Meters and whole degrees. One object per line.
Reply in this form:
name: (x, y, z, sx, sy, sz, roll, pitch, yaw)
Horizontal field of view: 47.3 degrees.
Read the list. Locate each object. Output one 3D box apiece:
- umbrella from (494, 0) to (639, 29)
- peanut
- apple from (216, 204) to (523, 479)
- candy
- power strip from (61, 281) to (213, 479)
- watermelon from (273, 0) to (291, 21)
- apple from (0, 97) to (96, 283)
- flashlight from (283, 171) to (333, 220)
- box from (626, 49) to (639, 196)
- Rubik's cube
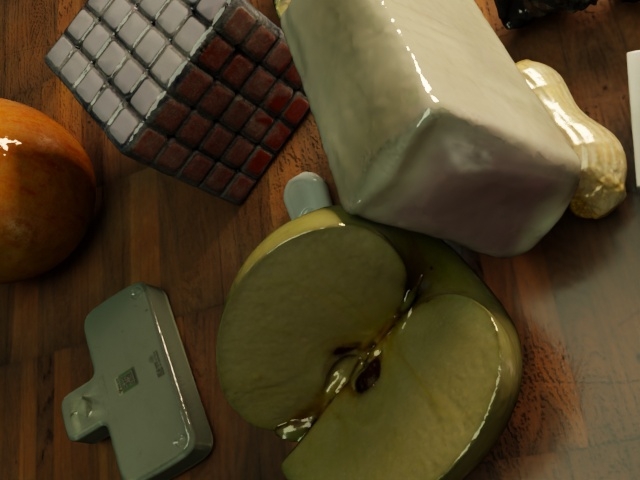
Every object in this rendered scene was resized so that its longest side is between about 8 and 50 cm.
umbrella: (0.328, -0.304, 0.801, 0.272, 0.122, 0.110, -3, 117, 25)
peanut: (0.257, -0.114, 0.790, 0.087, 0.087, 0.207, -35, 60, 16)
apple: (0.053, 0.114, 0.752, 0.295, 0.233, 0.258, 40, 113, 15)
candy: (0.102, -0.161, 0.765, 0.145, 0.208, 0.359, -53, 38, 35)
power strip: (-0.265, 0.208, 1.001, 0.193, 0.059, 0.265, -31, 62, 13)
watermelon: (0.019, -0.434, 0.996, 0.303, 0.128, 0.159, -43, 60, 12)
apple: (-0.512, -0.082, 1.108, 0.298, 0.275, 0.299, -10, 66, 23)
flashlight: (0.000, 0.000, 0.923, 0.093, 0.047, 0.200, -27, 64, 20)
box: (0.432, -0.127, 0.707, 0.242, 0.067, 0.155, -7, 73, 28)
Rubik's cube: (-0.173, -0.226, 0.979, 0.238, 0.237, 0.237, -51, 57, 7)
